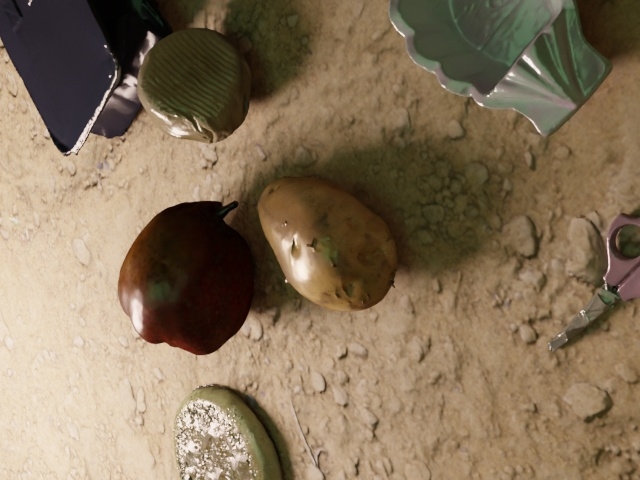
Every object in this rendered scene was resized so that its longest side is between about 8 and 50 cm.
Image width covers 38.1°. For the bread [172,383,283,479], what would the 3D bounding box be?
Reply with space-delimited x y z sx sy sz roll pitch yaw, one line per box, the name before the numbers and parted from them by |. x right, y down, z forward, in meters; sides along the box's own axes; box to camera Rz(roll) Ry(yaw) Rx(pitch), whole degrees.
bread | -0.165 0.371 1.550 0.267 0.040 0.267 13 110 41

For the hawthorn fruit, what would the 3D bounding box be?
hawthorn fruit | -0.188 0.042 1.397 0.208 0.208 0.248 34 106 32

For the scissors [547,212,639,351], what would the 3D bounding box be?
scissors | 0.319 0.062 1.032 0.110 0.021 0.212 54 130 22

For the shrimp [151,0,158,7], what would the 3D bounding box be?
shrimp | -0.331 -0.412 1.507 0.195 0.035 0.148 56 132 16

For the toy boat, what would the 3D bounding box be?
toy boat | 0.197 -0.249 1.011 0.290 0.100 0.199 54 131 20

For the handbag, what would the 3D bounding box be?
handbag | -0.397 -0.345 1.493 0.329 0.122 0.303 58 141 9

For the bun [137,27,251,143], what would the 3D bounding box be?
bun | -0.177 -0.217 1.357 0.166 0.113 0.173 -21 71 4

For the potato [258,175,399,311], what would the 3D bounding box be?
potato | 0.002 -0.004 1.238 0.161 0.128 0.235 -48 63 35
